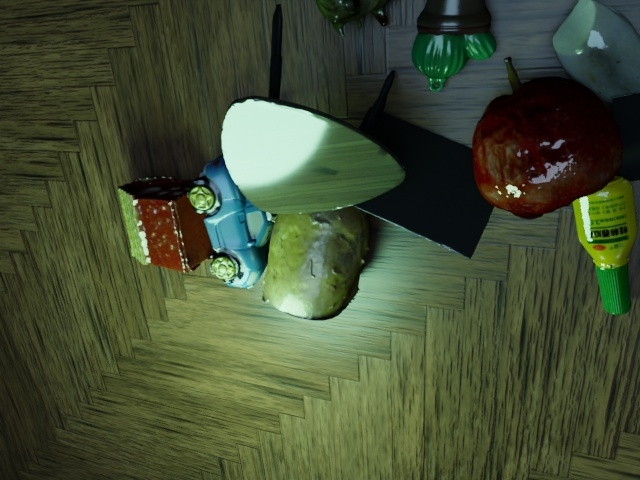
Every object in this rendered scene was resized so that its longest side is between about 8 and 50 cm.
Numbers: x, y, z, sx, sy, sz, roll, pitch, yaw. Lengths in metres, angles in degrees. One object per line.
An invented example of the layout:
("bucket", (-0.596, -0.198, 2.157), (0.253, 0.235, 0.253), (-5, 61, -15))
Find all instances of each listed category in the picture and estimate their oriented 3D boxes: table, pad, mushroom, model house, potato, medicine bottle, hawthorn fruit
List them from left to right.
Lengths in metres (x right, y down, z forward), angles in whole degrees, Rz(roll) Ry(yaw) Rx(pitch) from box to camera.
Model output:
("model house", (-0.381, -0.047, 1.228), (0.254, 0.160, 0.196), (5, 116, 23))
("table", (-0.024, -0.238, 0.896), (0.317, 0.249, 0.317), (5, 152, 3))
("potato", (0.000, 0.000, 1.066), (0.229, 0.229, 0.266), (11, 110, 19))
("pad", (0.187, -0.116, 0.971), (0.299, 0.005, 0.202), (25, 83, 11))
("hawthorn fruit", (0.354, -0.175, 0.838), (0.230, 0.210, 0.266), (-30, 73, 55))
("medicine bottle", (0.524, 0.013, 0.920), (0.095, 0.064, 0.260), (-8, 111, 29))
("mushroom", (0.492, -0.264, 0.794), (0.270, 0.103, 0.118), (29, 131, -4))
("pad", (0.542, -0.167, 0.813), (0.127, 0.004, 0.190), (-7, 138, 26))

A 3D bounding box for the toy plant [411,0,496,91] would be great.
("toy plant", (0.228, -0.350, 0.865), (0.143, 0.105, 0.200), (1, 132, 8))

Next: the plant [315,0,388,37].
("plant", (0.021, -0.525, 0.895), (0.333, 0.180, 0.251), (50, 137, 35))

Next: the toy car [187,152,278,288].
("toy car", (-0.167, -0.046, 1.123), (0.166, 0.198, 0.314), (-9, 108, 14))
